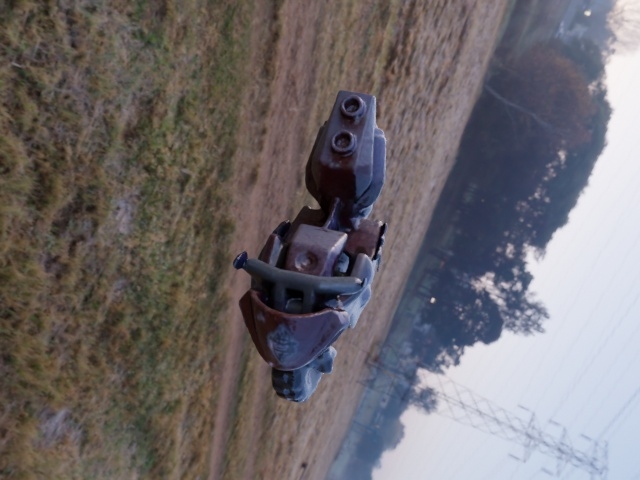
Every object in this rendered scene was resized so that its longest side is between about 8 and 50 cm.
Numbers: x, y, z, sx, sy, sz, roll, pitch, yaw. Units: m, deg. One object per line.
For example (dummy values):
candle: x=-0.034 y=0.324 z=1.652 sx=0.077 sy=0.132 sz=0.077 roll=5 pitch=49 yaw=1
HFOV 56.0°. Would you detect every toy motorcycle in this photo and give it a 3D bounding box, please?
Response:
toy motorcycle: x=-0.001 y=0.000 z=0.399 sx=0.122 sy=0.082 sz=0.213 roll=62 pitch=42 yaw=-75
